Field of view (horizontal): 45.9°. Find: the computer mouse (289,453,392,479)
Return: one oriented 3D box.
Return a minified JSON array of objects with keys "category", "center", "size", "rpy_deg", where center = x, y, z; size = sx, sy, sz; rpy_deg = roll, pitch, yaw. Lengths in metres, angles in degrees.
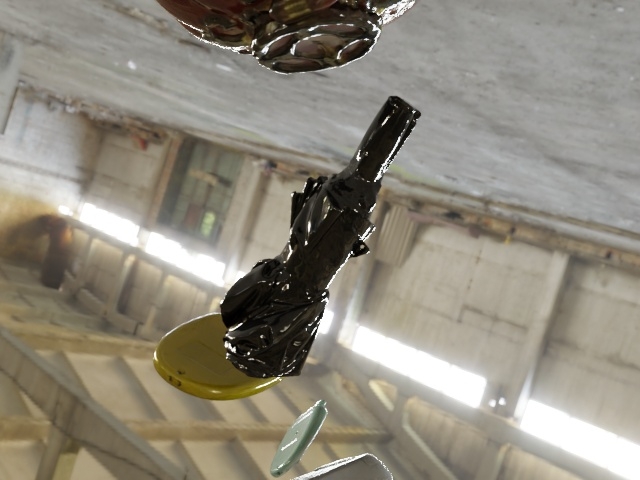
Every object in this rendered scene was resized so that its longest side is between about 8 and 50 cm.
[{"category":"computer mouse","center":[-0.025,0.363,0.961],"size":[0.184,0.121,0.297],"rpy_deg":[-25,167,31]}]

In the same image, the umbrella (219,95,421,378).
[{"category":"umbrella","center":[0.000,0.000,0.798],"size":[0.118,0.340,0.118],"rpy_deg":[29,-163,-10]}]

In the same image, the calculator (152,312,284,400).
[{"category":"calculator","center":[-0.114,0.142,0.962],"size":[0.146,0.032,0.235],"rpy_deg":[26,-160,19]}]

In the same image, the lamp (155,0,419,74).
[{"category":"lamp","center":[-0.022,-0.288,0.667],"size":[0.304,0.256,0.303],"rpy_deg":[-8,172,-1]}]

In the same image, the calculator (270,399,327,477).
[{"category":"calculator","center":[-0.031,0.295,1.136],"size":[0.021,0.095,0.153],"rpy_deg":[41,-143,-6]}]
